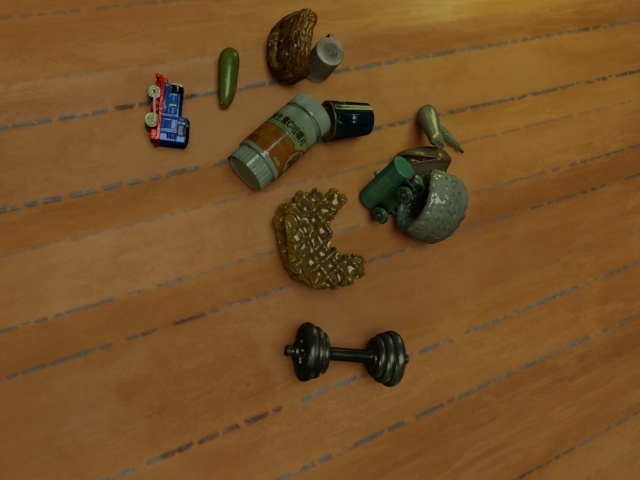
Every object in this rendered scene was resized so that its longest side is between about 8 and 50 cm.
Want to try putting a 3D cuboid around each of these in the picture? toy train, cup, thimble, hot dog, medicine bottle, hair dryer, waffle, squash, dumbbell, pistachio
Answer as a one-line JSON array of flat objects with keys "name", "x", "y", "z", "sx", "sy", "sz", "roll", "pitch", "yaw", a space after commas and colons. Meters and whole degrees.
[{"name": "toy train", "x": 0.225, "y": -0.163, "z": 1.619, "sx": 0.101, "sy": 0.248, "sz": 0.159, "roll": -29, "pitch": 80, "yaw": -39}, {"name": "cup", "x": 0.098, "y": -0.399, "z": 1.642, "sx": 0.155, "sy": 0.176, "sz": 0.131, "roll": -9, "pitch": 106, "yaw": -25}, {"name": "thimble", "x": 0.379, "y": -0.112, "z": 1.659, "sx": 0.172, "sy": 0.205, "sz": 0.250, "roll": 20, "pitch": 116, "yaw": -21}, {"name": "hot dog", "x": -0.094, "y": -0.648, "z": 1.616, "sx": 0.114, "sy": 0.175, "sz": 0.259, "roll": 16, "pitch": 74, "yaw": -40}, {"name": "medicine bottle", "x": -0.128, "y": -0.307, "z": 1.556, "sx": 0.158, "sy": 0.158, "sz": 0.318, "roll": 47, "pitch": 72, "yaw": -7}, {"name": "toy train", "x": -0.460, "y": -0.383, "z": 1.496, "sx": 0.131, "sy": 0.083, "sz": 0.204, "roll": 5, "pitch": 83, "yaw": -18}, {"name": "hair dryer", "x": 0.449, "y": -0.363, "z": 1.780, "sx": 0.237, "sy": 0.075, "sz": 0.206, "roll": 29, "pitch": 38, "yaw": -32}, {"name": "waffle", "x": 0.000, "y": 0.000, "z": 1.563, "sx": 0.261, "sy": 0.151, "sz": 0.324, "roll": -15, "pitch": 84, "yaw": -15}, {"name": "cup", "x": 0.003, "y": -0.618, "z": 1.655, "sx": 0.099, "sy": 0.133, "sz": 0.136, "roll": -12, "pitch": 87, "yaw": -23}, {"name": "squash", "x": -0.297, "y": -0.519, "z": 1.580, "sx": 0.066, "sy": 0.066, "sz": 0.201, "roll": 8, "pitch": 83, "yaw": -17}, {"name": "dumbbell", "x": 0.087, "y": 0.353, "z": 1.528, "sx": 0.406, "sy": 0.179, "sz": 0.179, "roll": 8, "pitch": 80, "yaw": -18}, {"name": "pistachio", "x": 0.353, "y": -0.265, "z": 1.727, "sx": 0.206, "sy": 0.131, "sz": 0.129, "roll": -6, "pitch": 76, "yaw": -17}]
